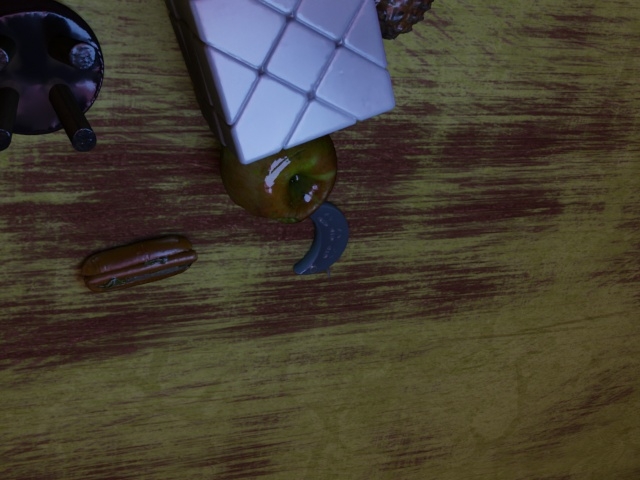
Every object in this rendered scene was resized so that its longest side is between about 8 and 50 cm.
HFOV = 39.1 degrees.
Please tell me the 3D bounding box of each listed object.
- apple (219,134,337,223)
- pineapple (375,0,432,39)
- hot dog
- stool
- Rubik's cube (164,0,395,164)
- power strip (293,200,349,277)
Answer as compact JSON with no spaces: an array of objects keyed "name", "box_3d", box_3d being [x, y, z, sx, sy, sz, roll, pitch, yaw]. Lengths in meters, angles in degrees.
[{"name":"apple","box_3d":[-0.093,-0.159,1.871,0.246,0.226,0.246,-19,129,-25]},{"name":"pineapple","box_3d":[0.210,-0.568,1.811,0.361,0.175,0.175,-47,128,-11]},{"name":"hot dog","box_3d":[-0.392,0.054,1.958,0.249,0.068,0.100,-15,125,-15]},{"name":"stool","box_3d":[-0.514,-0.288,1.624,0.272,0.178,0.272,-12,125,-18]},{"name":"Rubik's cube","box_3d":[-0.086,-0.373,1.666,0.321,0.316,0.319,-21,120,-10]},{"name":"power strip","box_3d":[0.000,0.000,2.118,0.137,0.044,0.216,-12,123,-19]}]
